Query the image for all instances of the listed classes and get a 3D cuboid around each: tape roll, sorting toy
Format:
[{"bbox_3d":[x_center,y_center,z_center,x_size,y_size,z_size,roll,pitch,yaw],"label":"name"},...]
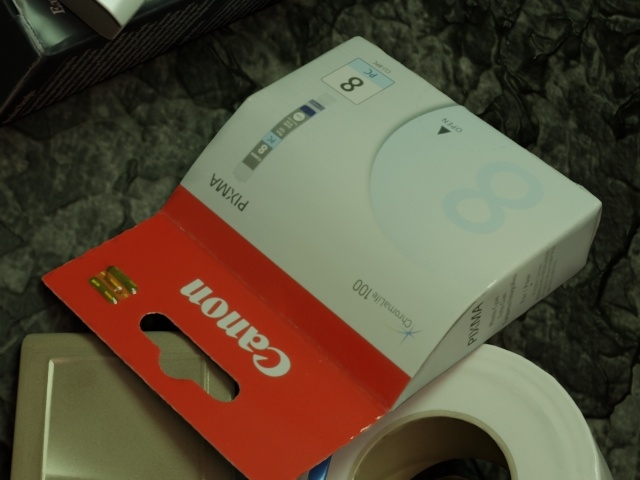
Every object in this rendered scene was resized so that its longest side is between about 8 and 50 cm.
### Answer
[{"bbox_3d":[0.105,0.231,1.246,0.286,0.286,0.100,-68,150,-24],"label":"tape roll"},{"bbox_3d":[-0.162,0.163,1.228,0.347,0.047,0.196,-1,55,-2],"label":"sorting toy"}]

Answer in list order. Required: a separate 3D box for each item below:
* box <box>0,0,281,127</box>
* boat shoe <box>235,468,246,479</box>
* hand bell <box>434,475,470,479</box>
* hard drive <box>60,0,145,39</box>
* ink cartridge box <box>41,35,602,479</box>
[{"bbox_3d":[-0.177,-0.321,1.301,0.395,0.212,0.293,-29,90,-30],"label":"box"},{"bbox_3d":[-0.100,0.249,1.241,0.184,0.066,0.063,-34,119,-11],"label":"boat shoe"},{"bbox_3d":[0.211,0.285,1.397,0.242,0.126,0.126,7,72,-37],"label":"hand bell"},{"bbox_3d":[-0.152,-0.332,1.174,0.203,0.040,0.307,40,62,-10],"label":"hard drive"},{"bbox_3d":[0.000,0.000,1.278,0.385,0.091,0.308,-32,56,-30],"label":"ink cartridge box"}]
